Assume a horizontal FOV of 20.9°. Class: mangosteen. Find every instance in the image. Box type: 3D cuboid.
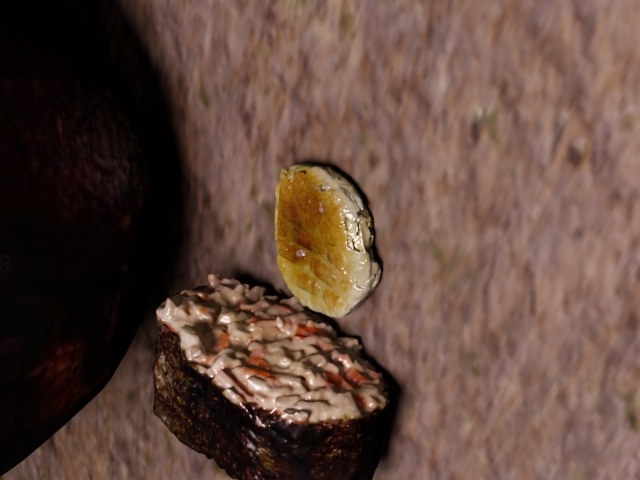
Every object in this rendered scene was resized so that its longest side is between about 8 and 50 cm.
[{"bbox_3d":[-0.266,-0.061,0.983,0.382,0.382,0.435,0,68,53],"label":"mangosteen"}]

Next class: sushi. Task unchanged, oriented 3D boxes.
[{"bbox_3d":[-0.029,0.078,0.922,0.150,0.090,0.078,36,128,41],"label":"sushi"}]

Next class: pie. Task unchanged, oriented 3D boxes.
[{"bbox_3d":[0.000,0.000,0.902,0.084,0.020,0.084,27,126,44],"label":"pie"}]
